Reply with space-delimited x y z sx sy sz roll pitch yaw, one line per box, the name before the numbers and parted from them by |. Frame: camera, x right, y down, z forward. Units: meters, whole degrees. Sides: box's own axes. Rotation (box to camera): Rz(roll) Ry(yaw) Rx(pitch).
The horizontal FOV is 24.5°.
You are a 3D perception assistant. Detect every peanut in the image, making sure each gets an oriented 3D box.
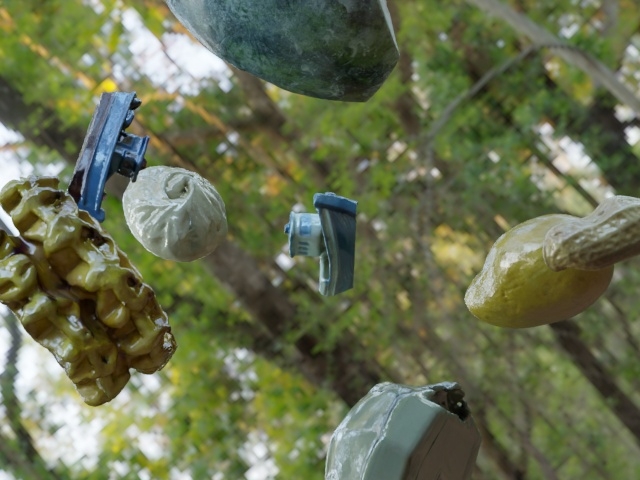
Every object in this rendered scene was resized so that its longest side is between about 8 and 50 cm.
peanut | 0.401 -0.009 2.071 0.194 0.083 0.093 -15 -47 -15

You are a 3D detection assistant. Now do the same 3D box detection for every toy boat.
toy boat | 0.000 0.000 2.040 0.102 0.088 0.215 1 -31 0
toy boat | -0.294 -0.114 2.088 0.100 0.097 0.223 121 164 -51

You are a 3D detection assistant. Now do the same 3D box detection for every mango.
mango | 0.353 0.059 2.345 0.195 0.142 0.331 8 -21 -6

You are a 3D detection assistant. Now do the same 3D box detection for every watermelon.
watermelon | -0.026 -0.333 1.690 0.213 0.320 0.289 -50 -17 -48

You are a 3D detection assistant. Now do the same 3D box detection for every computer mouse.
computer mouse | 0.093 0.295 1.874 0.228 0.146 0.429 -66 -22 -16

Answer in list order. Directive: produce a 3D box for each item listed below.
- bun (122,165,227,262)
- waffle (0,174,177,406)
bun | -0.226 -0.057 2.384 0.183 0.183 0.102 -27 -20 -41
waffle | -0.283 0.061 1.705 0.151 0.261 0.324 -41 -4 -5
